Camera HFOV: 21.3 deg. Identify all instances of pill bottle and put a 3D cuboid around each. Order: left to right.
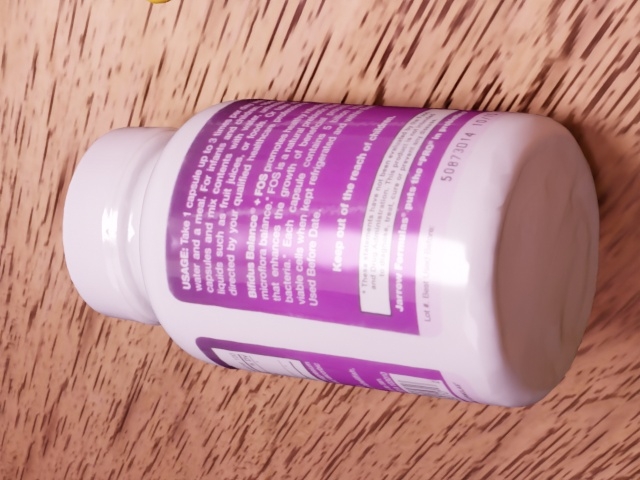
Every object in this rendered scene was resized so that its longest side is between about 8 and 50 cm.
[{"bbox_3d":[0.000,0.000,1.020,0.301,0.169,0.169,6,146,30],"label":"pill bottle"}]

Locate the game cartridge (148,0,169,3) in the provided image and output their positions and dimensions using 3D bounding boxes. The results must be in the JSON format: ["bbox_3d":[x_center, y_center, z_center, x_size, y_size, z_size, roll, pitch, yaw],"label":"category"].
[{"bbox_3d":[-0.084,-0.254,0.782,0.285,0.053,0.323,39,150,-24],"label":"game cartridge"}]
